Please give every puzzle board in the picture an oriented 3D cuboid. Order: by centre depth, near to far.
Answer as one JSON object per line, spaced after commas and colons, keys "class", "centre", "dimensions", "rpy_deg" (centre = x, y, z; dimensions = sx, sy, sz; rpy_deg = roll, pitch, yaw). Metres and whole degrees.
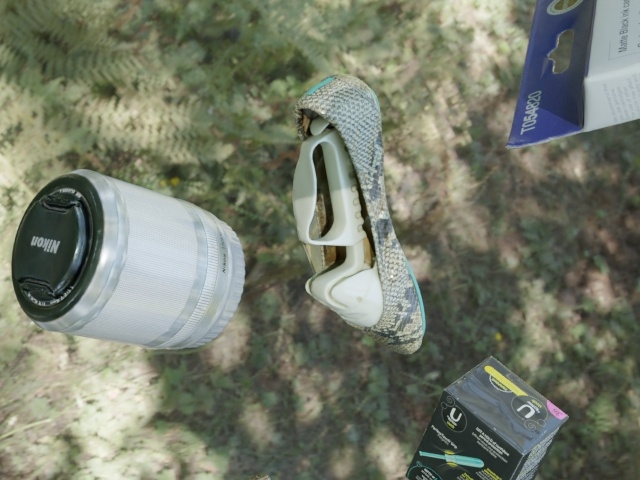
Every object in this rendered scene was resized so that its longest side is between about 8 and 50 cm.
{"class": "puzzle board", "centre": [0.000, 0.000, 1.854], "dimensions": [0.096, 0.011, 0.128], "rpy_deg": [-63, 152, -31]}

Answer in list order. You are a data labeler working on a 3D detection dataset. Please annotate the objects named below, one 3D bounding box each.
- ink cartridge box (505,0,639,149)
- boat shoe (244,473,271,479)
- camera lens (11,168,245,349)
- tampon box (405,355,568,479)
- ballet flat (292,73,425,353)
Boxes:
{"class": "ink cartridge box", "centre": [0.228, -0.158, 0.678], "dimensions": [0.045, 0.224, 0.223], "rpy_deg": [60, 31, -30]}
{"class": "boat shoe", "centre": [-0.125, 0.322, 1.175], "dimensions": [0.178, 0.064, 0.060], "rpy_deg": [-25, 87, -16]}
{"class": "camera lens", "centre": [-0.269, 0.034, 1.487], "dimensions": [0.274, 0.219, 0.219], "rpy_deg": [18, 64, -47]}
{"class": "tampon box", "centre": [0.197, 0.246, 1.277], "dimensions": [0.120, 0.161, 0.101], "rpy_deg": [39, 42, 25]}
{"class": "ballet flat", "centre": [0.037, -0.013, 1.685], "dimensions": [0.182, 0.164, 0.483], "rpy_deg": [-29, 114, -42]}
